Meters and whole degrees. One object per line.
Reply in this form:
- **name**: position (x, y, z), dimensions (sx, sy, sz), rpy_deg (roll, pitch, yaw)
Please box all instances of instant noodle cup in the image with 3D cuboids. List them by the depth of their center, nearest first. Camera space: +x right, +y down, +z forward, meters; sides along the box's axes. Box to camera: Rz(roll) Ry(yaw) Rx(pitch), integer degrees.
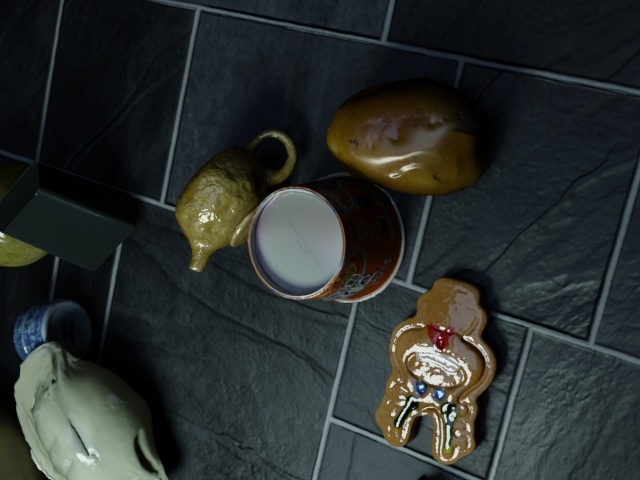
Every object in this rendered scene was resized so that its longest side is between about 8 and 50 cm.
- **instant noodle cup**: position (0.000, 0.000, 1.580), dimensions (0.250, 0.192, 0.250), rpy_deg (2, 94, 29)

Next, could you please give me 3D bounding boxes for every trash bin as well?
- **trash bin**: position (-0.528, -0.050, 1.834), dimensions (0.165, 0.225, 0.115), rpy_deg (-41, 48, 25)

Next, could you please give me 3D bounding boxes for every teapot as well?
- **teapot**: position (-0.151, -0.071, 1.663), dimensions (0.167, 0.203, 0.311), rpy_deg (42, 88, 8)

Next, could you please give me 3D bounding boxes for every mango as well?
- **mango**: position (0.144, -0.180, 1.515), dimensions (0.287, 0.152, 0.201), rpy_deg (1, 83, 26)

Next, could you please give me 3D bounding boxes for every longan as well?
- **longan**: position (-0.796, 0.520, 1.995), dimensions (0.361, 0.361, 0.361), rpy_deg (2, 94, 29)

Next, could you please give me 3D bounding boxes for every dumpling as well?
- **dumpling**: position (-0.511, 0.412, 1.853), dimensions (0.315, 0.233, 0.395), rpy_deg (-37, 94, 24)

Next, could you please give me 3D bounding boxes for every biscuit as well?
- **biscuit**: position (0.209, 0.228, 1.564), dimensions (0.202, 0.047, 0.334), rpy_deg (18, 101, 27)

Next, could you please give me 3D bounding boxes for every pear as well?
- **pear**: position (-0.679, -0.056, 1.938), dimensions (0.188, 0.211, 0.228), rpy_deg (3, 94, 31)

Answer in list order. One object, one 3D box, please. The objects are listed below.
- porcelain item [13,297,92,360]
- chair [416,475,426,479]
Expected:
- **porcelain item**: position (-0.591, 0.205, 1.945), dimensions (0.114, 0.147, 0.147), rpy_deg (-12, 87, 31)
- **chair**: position (0.134, 0.515, 1.521), dimensions (0.106, 0.229, 0.113), rpy_deg (44, 115, 19)
